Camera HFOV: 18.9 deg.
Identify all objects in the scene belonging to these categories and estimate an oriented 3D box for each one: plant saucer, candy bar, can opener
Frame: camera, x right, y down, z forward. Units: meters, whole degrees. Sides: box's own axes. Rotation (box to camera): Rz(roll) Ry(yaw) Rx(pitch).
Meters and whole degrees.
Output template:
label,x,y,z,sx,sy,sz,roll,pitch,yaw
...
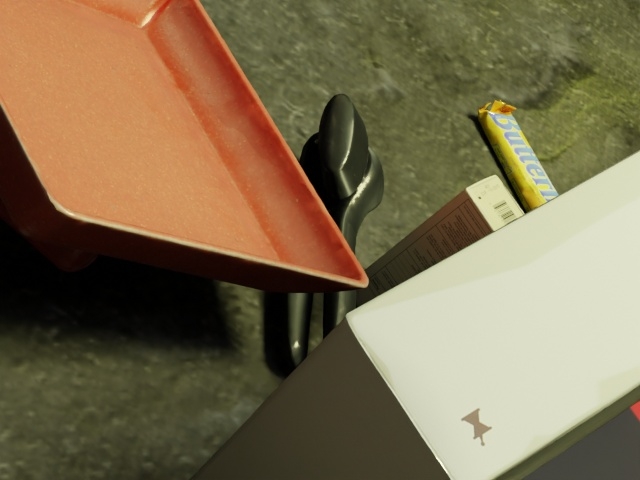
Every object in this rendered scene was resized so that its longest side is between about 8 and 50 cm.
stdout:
label,x,y,z,sx,sy,sz,roll,pitch,yaw
plant saucer,-0.117,-0.075,1.051,0.259,0.048,0.258,16,37,-53
candy bar,0.158,-0.032,1.385,0.040,0.018,0.161,-7,65,-49
can opener,0.000,0.000,1.164,0.073,0.059,0.186,53,36,-45

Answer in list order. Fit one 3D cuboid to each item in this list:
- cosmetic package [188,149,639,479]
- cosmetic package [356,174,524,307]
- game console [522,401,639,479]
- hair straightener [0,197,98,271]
label,x,y,z,sx,sy,sz,roll,pitch,yaw
cosmetic package,0.126,0.046,0.958,0.377,0.284,0.097,-28,80,-31
cosmetic package,0.076,0.017,1.173,0.060,0.115,0.041,57,36,7
game console,0.256,0.177,1.164,0.342,0.060,0.386,-34,83,-21
hair straightener,-0.203,-0.077,1.035,0.230,0.047,0.089,36,25,-10
